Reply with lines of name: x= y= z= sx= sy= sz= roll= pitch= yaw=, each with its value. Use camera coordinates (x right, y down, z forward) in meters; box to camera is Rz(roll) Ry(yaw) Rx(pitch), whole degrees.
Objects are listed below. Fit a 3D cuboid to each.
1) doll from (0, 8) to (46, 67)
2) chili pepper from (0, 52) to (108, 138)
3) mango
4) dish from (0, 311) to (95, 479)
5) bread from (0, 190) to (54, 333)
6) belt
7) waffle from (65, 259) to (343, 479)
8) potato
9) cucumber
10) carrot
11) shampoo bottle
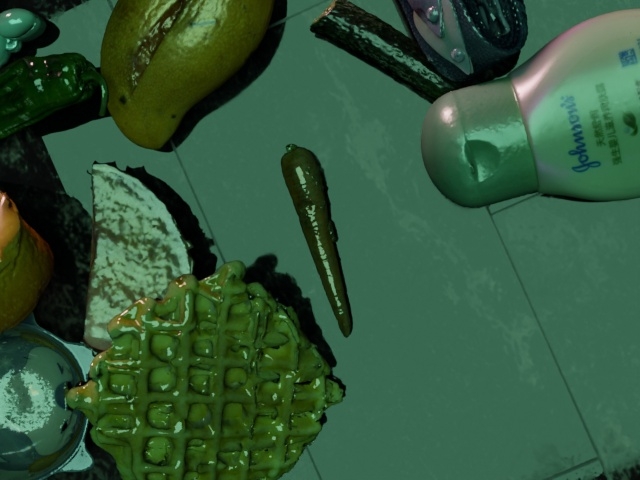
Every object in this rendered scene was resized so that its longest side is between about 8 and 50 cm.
doll: x=-0.430 y=-0.299 z=1.592 sx=0.159 sy=0.059 sz=0.159 roll=11 pitch=91 yaw=6
chili pepper: x=-0.373 y=-0.180 z=1.559 sx=0.257 sy=0.074 sz=0.100 roll=-18 pitch=57 yaw=29
mango: x=-0.173 y=-0.256 z=1.535 sx=0.177 sy=0.120 sz=0.295 roll=37 pitch=95 yaw=4
dish: x=-0.369 y=0.210 z=1.582 sx=0.228 sy=0.086 sz=0.236 roll=26 pitch=90 yaw=5
bread: x=-0.460 y=0.025 z=1.529 sx=0.270 sy=0.142 sz=0.195 roll=13 pitch=56 yaw=22
belt: x=0.154 y=-0.300 z=1.502 sx=0.128 sy=0.122 sz=0.218 roll=-31 pitch=80 yaw=50
waffle: x=-0.132 y=0.192 z=1.505 sx=0.297 sy=0.073 sz=0.317 roll=-38 pitch=115 yaw=-1
potato: x=-0.227 y=0.028 z=1.561 sx=0.138 sy=0.098 sz=0.243 roll=2 pitch=81 yaw=-5
cucumber: x=0.091 y=-0.230 z=1.544 sx=0.215 sy=0.052 sz=0.058 roll=32 pitch=116 yaw=4
carrot: x=0.000 y=0.000 z=1.562 sx=0.049 sy=0.049 sz=0.254 roll=-15 pitch=92 yaw=6
shampoo bottle: x=0.291 y=-0.141 z=1.473 sx=0.350 sy=0.151 sz=0.221 roll=-14 pitch=107 yaw=7
